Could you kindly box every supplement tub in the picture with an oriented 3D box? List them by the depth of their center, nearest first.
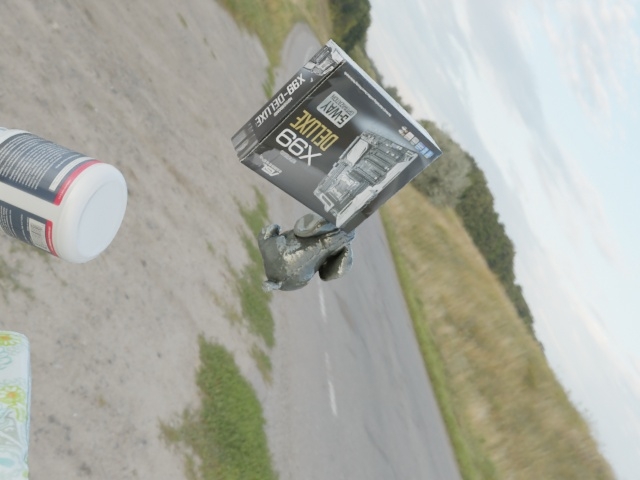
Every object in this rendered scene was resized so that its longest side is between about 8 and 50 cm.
[{"bbox_3d":[-0.513,-0.088,1.270,0.272,0.191,0.191,22,4,11],"label":"supplement tub"}]

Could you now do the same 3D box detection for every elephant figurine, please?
[{"bbox_3d":[0.000,0.000,1.425,0.169,0.239,0.186,35,34,-58],"label":"elephant figurine"}]

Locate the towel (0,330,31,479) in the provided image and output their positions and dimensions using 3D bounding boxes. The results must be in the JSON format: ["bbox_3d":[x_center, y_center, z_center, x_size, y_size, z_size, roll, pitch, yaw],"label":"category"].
[{"bbox_3d":[-0.602,0.261,1.034,0.374,0.320,0.090,-126,-139,-56],"label":"towel"}]

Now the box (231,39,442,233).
[{"bbox_3d":[0.034,-0.168,1.232,0.307,0.242,0.077,33,23,-43],"label":"box"}]
